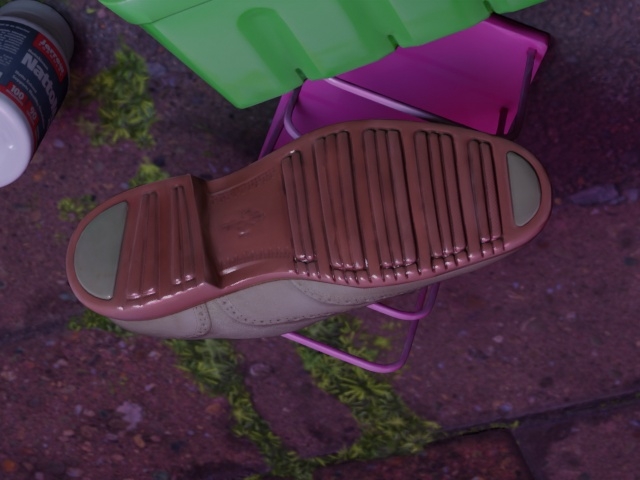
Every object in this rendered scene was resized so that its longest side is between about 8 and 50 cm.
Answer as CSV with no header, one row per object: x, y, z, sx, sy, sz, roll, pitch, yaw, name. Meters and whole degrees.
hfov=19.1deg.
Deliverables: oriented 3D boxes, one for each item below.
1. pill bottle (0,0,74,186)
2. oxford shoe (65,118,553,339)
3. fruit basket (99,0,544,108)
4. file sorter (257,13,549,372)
-0.283,-0.137,1.694,0.108,0.180,0.108,6,128,8,pill bottle
0.000,0.000,1.558,0.397,0.140,0.146,-7,155,15,oxford shoe
-0.012,-0.331,1.443,0.392,0.283,0.392,0,133,0,fruit basket
0.046,-0.057,1.675,0.202,0.182,0.290,21,128,-2,file sorter
